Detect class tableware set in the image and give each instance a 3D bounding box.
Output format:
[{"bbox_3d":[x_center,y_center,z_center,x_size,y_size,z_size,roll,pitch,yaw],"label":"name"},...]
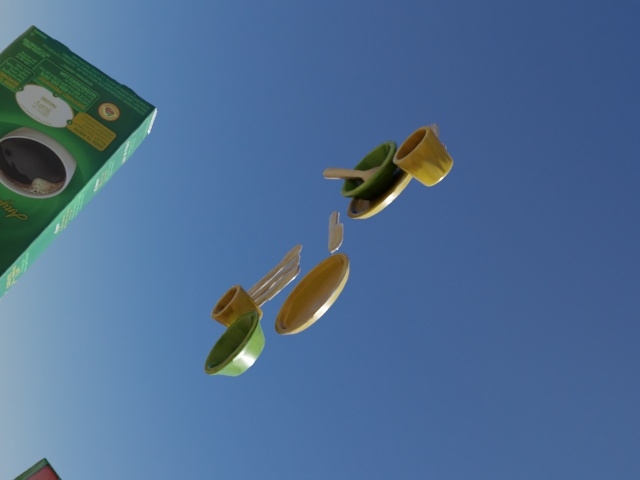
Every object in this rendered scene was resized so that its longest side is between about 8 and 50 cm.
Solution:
[{"bbox_3d":[0.000,0.000,0.409,0.154,0.024,0.104,-41,-162,19],"label":"tableware set"}]

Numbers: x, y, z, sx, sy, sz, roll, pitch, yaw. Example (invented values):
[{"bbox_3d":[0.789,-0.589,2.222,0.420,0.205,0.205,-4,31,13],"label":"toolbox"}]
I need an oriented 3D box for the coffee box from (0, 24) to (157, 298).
[{"bbox_3d":[-0.210,-0.057,0.583,0.184,0.113,0.040,-59,-176,-35],"label":"coffee box"}]

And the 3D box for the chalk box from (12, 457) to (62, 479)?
[{"bbox_3d":[-0.268,0.290,0.739,0.132,0.132,0.213,51,-41,6],"label":"chalk box"}]
